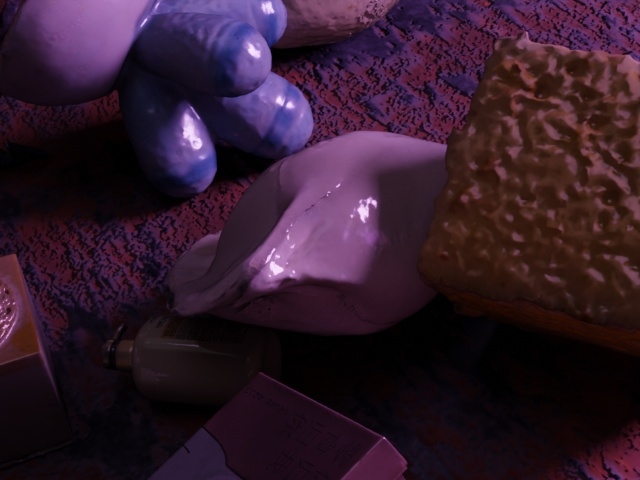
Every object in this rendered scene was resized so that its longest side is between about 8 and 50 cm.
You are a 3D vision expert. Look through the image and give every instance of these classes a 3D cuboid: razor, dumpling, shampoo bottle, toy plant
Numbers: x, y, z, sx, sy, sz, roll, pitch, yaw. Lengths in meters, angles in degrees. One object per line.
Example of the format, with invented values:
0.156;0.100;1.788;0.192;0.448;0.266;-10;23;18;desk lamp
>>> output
-0.394;-0.114;1.653;0.190;0.033;0.066;20;6;34;razor
-0.002;0.002;1.315;0.260;0.181;0.341;-10;33;48;dumpling
-0.120;0.108;1.308;0.162;0.079;0.079;3;43;15;shampoo bottle
-0.156;-0.186;1.515;0.332;0.247;0.247;27;45;-8;toy plant

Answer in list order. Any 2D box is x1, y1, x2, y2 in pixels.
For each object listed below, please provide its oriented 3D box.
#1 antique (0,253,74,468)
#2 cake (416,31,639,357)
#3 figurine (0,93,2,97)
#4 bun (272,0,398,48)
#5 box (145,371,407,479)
-0.319;0.112;1.299;0.152;0.148;0.146;-17;44;-10;antique
0.248;-0.013;1.243;0.227;0.286;0.222;16;82;27;cake
-0.575;-0.140;1.479;0.268;0.387;0.401;52;26;4;figurine
-0.012;-0.316;1.702;0.259;0.152;0.259;3;43;-3;bun
-0.051;0.217;1.084;0.215;0.086;0.215;-44;25;-15;box
